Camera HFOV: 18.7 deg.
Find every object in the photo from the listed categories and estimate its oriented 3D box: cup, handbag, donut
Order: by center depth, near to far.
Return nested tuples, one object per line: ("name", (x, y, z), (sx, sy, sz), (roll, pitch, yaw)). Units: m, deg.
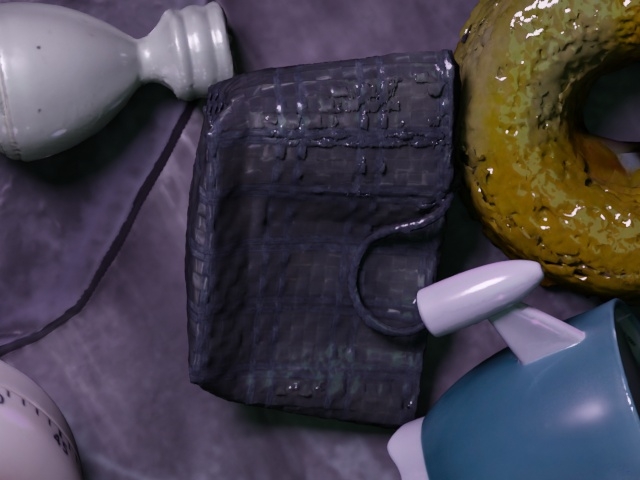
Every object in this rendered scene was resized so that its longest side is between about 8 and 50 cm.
("cup", (0.143, 0.142, 1.258), (0.173, 0.167, 0.300), (-23, 117, 16))
("donut", (0.212, -0.080, 1.270), (0.272, 0.107, 0.272), (0, 93, 5))
("handbag", (0.000, 0.000, 1.271), (0.175, 0.088, 0.270), (4, 112, -6))

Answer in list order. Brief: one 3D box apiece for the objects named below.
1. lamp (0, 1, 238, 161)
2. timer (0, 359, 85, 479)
("lamp", (-0.152, -0.114, 1.286), (0.193, 0.106, 0.106), (-12, 93, -8))
("timer", (-0.271, 0.165, 1.274), (0.233, 0.240, 0.233), (-6, 121, -11))
